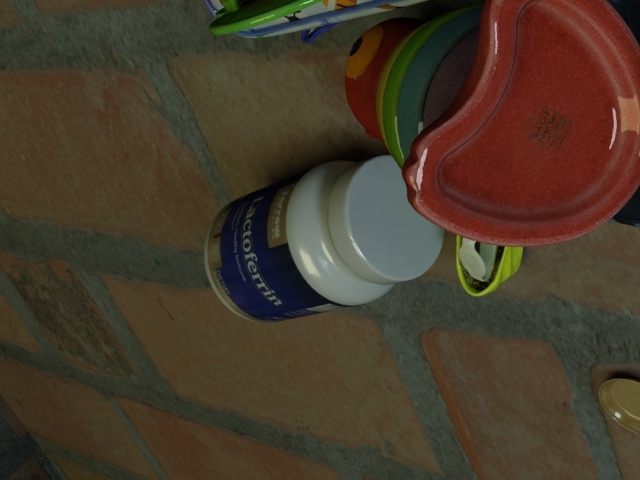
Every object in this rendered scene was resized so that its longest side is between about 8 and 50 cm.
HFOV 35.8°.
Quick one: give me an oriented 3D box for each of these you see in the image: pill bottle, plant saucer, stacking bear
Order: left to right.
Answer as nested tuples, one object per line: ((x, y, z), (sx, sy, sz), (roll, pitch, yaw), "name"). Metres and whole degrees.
((0.000, 0.000, 1.057), (0.153, 0.153, 0.264), (53, 145, -14), "pill bottle")
((0.106, -0.108, 0.759), (0.164, 0.175, 0.289), (24, -173, -23), "stacking bear")
((0.329, 0.168, 1.020), (0.083, 0.015, 0.083), (29, 145, 22), "plant saucer")

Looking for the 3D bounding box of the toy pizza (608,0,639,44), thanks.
((0.217, -0.186, 0.695), (0.201, 0.032, 0.201), (20, 157, 9), "toy pizza")

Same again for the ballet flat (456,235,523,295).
((0.155, -0.035, 0.918), (0.077, 0.077, 0.231), (24, 142, 29), "ballet flat")

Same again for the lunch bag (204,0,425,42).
((-0.008, -0.283, 0.785), (0.303, 0.115, 0.243), (1, 130, 46), "lunch bag")

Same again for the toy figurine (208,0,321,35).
((-0.055, -0.245, 0.704), (0.173, 0.130, 0.159), (26, 141, 65), "toy figurine")

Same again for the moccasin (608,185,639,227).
((0.286, -0.066, 0.718), (0.116, 0.138, 0.342), (29, 174, -27), "moccasin")
